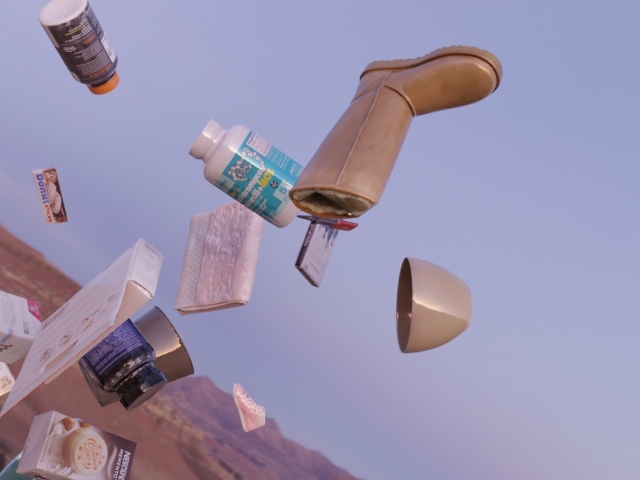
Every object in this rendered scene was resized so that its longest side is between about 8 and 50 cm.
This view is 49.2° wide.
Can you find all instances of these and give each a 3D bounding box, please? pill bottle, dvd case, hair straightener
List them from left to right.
[{"bbox_3d":[-0.608,-0.495,1.801,0.131,0.130,0.245,22,-30,28],"label":"pill bottle"},{"bbox_3d":[-0.402,0.217,1.367,0.219,0.123,0.123,50,-14,11],"label":"pill bottle"},{"bbox_3d":[-0.152,-0.152,1.520,0.264,0.146,0.146,33,-17,-11],"label":"pill bottle"},{"bbox_3d":[0.000,0.000,2.051,0.030,0.238,0.179,14,-17,22],"label":"dvd case"},{"bbox_3d":[0.010,-0.072,1.743,0.047,0.089,0.230,-30,-19,33],"label":"hair straightener"}]

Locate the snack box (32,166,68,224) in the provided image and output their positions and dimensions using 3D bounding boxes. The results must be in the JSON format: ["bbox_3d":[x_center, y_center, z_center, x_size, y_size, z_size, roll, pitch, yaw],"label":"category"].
[{"bbox_3d":[-0.798,-0.131,2.067,0.022,0.064,0.178,-122,-154,-54],"label":"snack box"}]

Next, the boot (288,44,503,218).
[{"bbox_3d":[0.109,-0.146,0.974,0.236,0.269,0.089,0,-41,37],"label":"boot"}]

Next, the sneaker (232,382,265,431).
[{"bbox_3d":[-0.184,0.435,1.845,0.051,0.070,0.134,-39,113,-81],"label":"sneaker"}]

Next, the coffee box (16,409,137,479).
[{"bbox_3d":[-0.587,0.527,1.703,0.098,0.141,0.246,-23,-44,35],"label":"coffee box"}]

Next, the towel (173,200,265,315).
[{"bbox_3d":[-0.289,0.041,2.005,0.317,0.331,0.053,-13,-30,41],"label":"towel"}]

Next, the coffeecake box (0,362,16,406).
[{"bbox_3d":[-0.980,0.398,2.118,0.185,0.068,0.142,55,-25,13],"label":"coffeecake box"}]

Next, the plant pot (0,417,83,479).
[{"bbox_3d":[-0.683,0.729,1.916,0.334,0.341,0.341,55,-24,-20],"label":"plant pot"}]

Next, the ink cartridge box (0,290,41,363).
[{"bbox_3d":[-0.818,0.215,1.763,0.176,0.127,0.128,37,27,-54],"label":"ink cartridge box"}]

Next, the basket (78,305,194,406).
[{"bbox_3d":[-0.461,0.299,1.722,0.204,0.227,0.154,53,-28,18],"label":"basket"}]

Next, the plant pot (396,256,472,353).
[{"bbox_3d":[0.338,0.193,2.059,0.191,0.283,0.284,2,-17,-3],"label":"plant pot"}]

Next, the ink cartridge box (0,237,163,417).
[{"bbox_3d":[-0.381,0.149,1.137,0.060,0.275,0.238,43,20,-26],"label":"ink cartridge box"}]
